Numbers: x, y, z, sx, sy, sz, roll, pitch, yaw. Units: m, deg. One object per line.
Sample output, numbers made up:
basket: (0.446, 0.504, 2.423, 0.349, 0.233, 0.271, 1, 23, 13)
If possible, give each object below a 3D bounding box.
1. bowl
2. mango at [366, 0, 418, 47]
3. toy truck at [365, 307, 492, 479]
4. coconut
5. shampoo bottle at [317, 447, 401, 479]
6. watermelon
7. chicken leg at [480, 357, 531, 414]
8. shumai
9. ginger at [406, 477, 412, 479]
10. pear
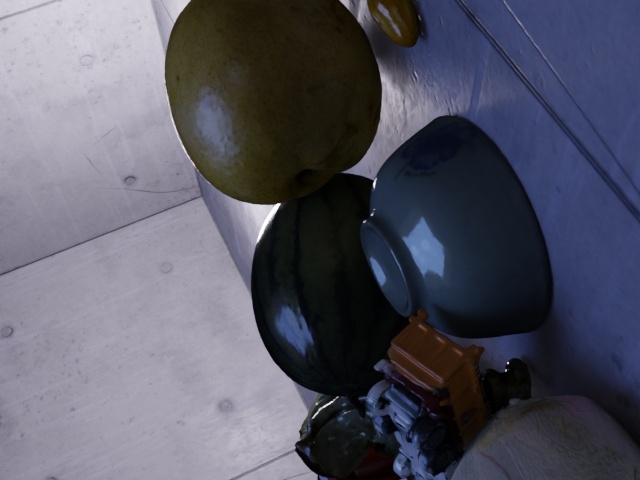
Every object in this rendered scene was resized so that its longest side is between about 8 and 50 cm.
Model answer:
bowl: (0.139, 0.005, 1.044, 0.289, 0.146, 0.289, 158, 90, -77)
mango: (0.088, -0.268, 1.009, 0.089, 0.046, 0.060, 61, 167, 8)
toy truck: (0.146, 0.215, 1.024, 0.114, 0.135, 0.270, 34, 156, 41)
coconut: (0.243, 0.276, 0.904, 0.230, 0.227, 0.227, 48, 158, 42)
shampoo bottle: (0.098, 0.523, 1.946, 0.064, 0.260, 0.102, -49, 60, 30)
watermelon: (0.035, 0.077, 1.266, 0.279, 0.279, 0.359, 91, 177, -62)
chicken leg: (0.208, 0.272, 1.245, 0.211, 0.140, 0.361, 57, 163, -7)
shumai: (0.050, 0.364, 1.812, 0.304, 0.263, 0.309, 61, 167, 18)
ginger: (0.258, 0.512, 1.634, 0.294, 0.086, 0.131, 53, 152, 23)
pear: (-0.065, -0.209, 1.177, 0.314, 0.314, 0.314, 157, 90, -78)
